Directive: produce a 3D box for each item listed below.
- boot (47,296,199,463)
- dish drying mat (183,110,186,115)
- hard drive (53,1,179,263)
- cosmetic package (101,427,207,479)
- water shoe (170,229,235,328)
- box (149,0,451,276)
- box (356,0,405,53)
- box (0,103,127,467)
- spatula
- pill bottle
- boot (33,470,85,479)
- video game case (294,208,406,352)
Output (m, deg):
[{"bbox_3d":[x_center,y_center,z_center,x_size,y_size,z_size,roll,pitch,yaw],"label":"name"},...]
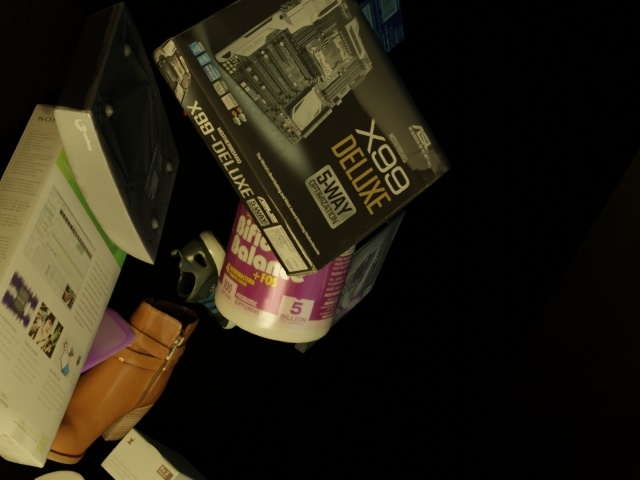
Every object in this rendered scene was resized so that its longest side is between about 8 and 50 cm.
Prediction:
[{"bbox_3d":[-0.282,0.183,1.402,0.220,0.109,0.283,-55,157,10],"label":"boot"},{"bbox_3d":[-0.149,-0.191,1.251,0.032,0.008,0.083,-28,145,-42],"label":"dish drying mat"},{"bbox_3d":[-0.213,-0.108,1.107,0.254,0.054,0.172,79,15,-55],"label":"hard drive"},{"bbox_3d":[-0.260,0.401,1.724,0.085,0.117,0.231,-49,154,-8],"label":"cosmetic package"},{"bbox_3d":[-0.171,0.063,1.501,0.080,0.073,0.203,-23,140,-14],"label":"water shoe"},{"bbox_3d":[-0.015,-0.149,1.217,0.242,0.307,0.076,-36,-169,-28],"label":"box"},{"bbox_3d":[0.022,-0.258,1.410,0.225,0.036,0.136,-43,153,-15],"label":"box"},{"bbox_3d":[-0.298,0.051,1.098,0.232,0.059,0.322,76,28,-59],"label":"box"},{"bbox_3d":[-0.373,0.155,1.274,0.296,0.084,0.030,-21,140,-35],"label":"spatula"},{"bbox_3d":[-0.028,-0.030,1.383,0.169,0.169,0.301,-9,119,-55],"label":"pill bottle"},{"bbox_3d":[-0.433,0.412,1.523,0.190,0.069,0.086,-27,153,-28],"label":"boot"},{"bbox_3d":[0.056,0.065,1.845,0.274,0.026,0.196,-39,155,-54],"label":"video game case"}]
